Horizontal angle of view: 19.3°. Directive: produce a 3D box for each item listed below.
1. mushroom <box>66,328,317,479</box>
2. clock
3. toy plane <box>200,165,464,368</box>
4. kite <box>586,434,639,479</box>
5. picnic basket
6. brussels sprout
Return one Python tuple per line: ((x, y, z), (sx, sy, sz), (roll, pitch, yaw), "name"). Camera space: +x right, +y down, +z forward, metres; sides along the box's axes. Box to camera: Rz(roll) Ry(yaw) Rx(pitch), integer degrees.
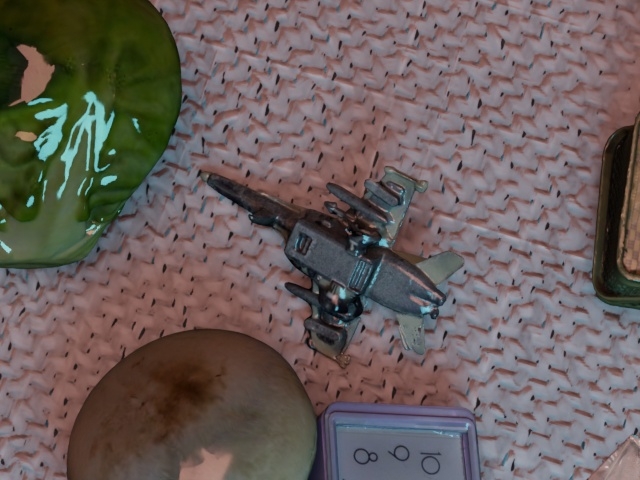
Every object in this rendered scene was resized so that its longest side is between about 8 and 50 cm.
((-0.105, 0.183, 1.612), (0.226, 0.226, 0.178), (-47, 126, -7), "mushroom")
((0.067, 0.240, 1.610), (0.145, 0.073, 0.193), (4, 64, -16), "clock")
((-0.004, 0.002, 1.689), (0.262, 0.088, 0.192), (25, 108, 9), "toy plane")
((0.333, 0.286, 1.664), (0.245, 0.015, 0.141), (32, 84, 7), "kite")
((0.377, -0.010, 1.657), (0.267, 0.139, 0.165), (10, 79, 2), "picnic basket")
((-0.244, -0.102, 1.656), (0.219, 0.210, 0.271), (9, 95, -19), "brussels sprout")
